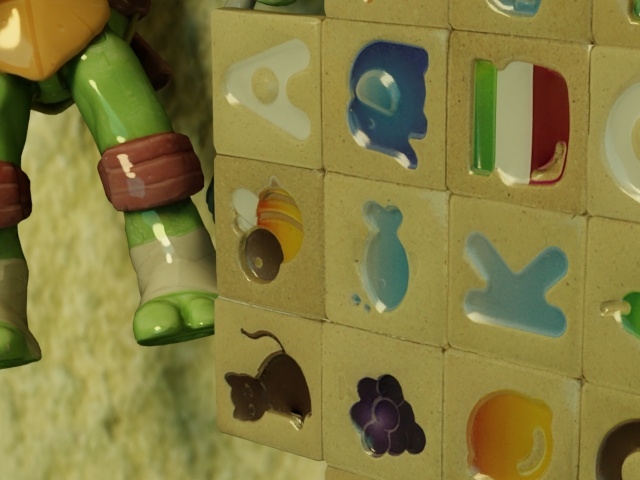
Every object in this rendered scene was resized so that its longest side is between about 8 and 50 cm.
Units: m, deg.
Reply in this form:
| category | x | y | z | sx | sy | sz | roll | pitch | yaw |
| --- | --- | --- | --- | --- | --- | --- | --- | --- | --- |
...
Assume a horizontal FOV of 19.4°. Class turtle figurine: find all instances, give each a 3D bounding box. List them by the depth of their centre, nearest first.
| category | x | y | z | sx | sy | sz | roll | pitch | yaw |
| --- | --- | --- | --- | --- | --- | --- | --- | --- | --- |
| turtle figurine | -0.110 | -0.089 | 0.748 | 0.274 | 0.197 | 0.266 | -16 | 81 | 49 |

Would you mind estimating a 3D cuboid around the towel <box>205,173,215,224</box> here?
| category | x | y | z | sx | sy | sz | roll | pitch | yaw |
| --- | --- | --- | --- | --- | --- | --- | --- | --- | --- |
| towel | 0.000 | 0.000 | 0.799 | 0.119 | 0.029 | 0.067 | 45 | 119 | 24 |

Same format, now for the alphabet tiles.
| category | x | y | z | sx | sy | sz | roll | pitch | yaw |
| --- | --- | --- | --- | --- | --- | --- | --- | --- | --- |
| alphabet tiles | 0.089 | 0.019 | 0.624 | 0.342 | 0.011 | 0.285 | 11 | 108 | 40 |
